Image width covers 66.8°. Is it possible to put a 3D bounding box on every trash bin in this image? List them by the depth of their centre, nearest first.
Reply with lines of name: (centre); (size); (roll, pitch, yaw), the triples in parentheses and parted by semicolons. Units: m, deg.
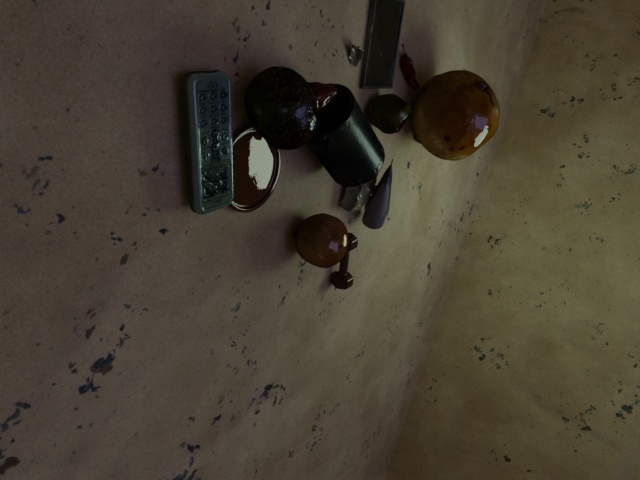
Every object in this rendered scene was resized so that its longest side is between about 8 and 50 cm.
trash bin: (0.063, -0.329, 1.529); (0.301, 0.203, 0.252); (43, 51, -57)

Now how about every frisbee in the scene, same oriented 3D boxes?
frisbee: (-0.194, -0.201, 1.362); (0.251, 0.021, 0.251); (-33, 133, -45)

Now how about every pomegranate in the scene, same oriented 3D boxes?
pomegranate: (-0.066, -0.351, 1.262); (0.248, 0.214, 0.214); (-22, 131, -16)
pomegranate: (0.004, -0.002, 1.635); (0.191, 0.191, 0.191); (-35, 135, -45)
pomegranate: (0.559, -0.525, 2.103); (0.410, 0.410, 0.410); (-35, 135, -45)

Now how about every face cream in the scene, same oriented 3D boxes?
face cream: (0.238, -0.171, 1.905); (0.154, 0.096, 0.274); (-66, 173, -49)

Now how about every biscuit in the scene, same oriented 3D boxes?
biscuit: (0.170, -0.250, 1.857); (0.179, 0.084, 0.281); (-11, 117, -60)

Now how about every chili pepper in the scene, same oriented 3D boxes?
chili pepper: (0.358, -0.684, 1.957); (0.050, 0.059, 0.268); (-30, 151, 7)

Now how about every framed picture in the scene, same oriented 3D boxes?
framed picture: (0.225, -0.708, 1.749); (0.232, 0.024, 0.315); (-23, 126, -52)

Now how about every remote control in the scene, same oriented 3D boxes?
remote control: (-0.272, -0.232, 1.172); (0.128, 0.065, 0.335); (-30, 131, -50)

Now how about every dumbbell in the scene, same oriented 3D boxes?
dumbbell: (0.094, 0.081, 1.925); (0.082, 0.092, 0.231); (-74, 170, -66)

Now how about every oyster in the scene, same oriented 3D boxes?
oyster: (0.115, -0.621, 1.612); (0.051, 0.034, 0.093); (-40, 152, -17)

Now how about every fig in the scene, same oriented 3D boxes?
fig: (0.249, -0.479, 1.827); (0.166, 0.154, 0.144); (12, 114, -29)

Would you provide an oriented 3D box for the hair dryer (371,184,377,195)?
hair dryer: (0.198, -0.177, 1.996); (0.154, 0.054, 0.106); (0, 112, -48)
